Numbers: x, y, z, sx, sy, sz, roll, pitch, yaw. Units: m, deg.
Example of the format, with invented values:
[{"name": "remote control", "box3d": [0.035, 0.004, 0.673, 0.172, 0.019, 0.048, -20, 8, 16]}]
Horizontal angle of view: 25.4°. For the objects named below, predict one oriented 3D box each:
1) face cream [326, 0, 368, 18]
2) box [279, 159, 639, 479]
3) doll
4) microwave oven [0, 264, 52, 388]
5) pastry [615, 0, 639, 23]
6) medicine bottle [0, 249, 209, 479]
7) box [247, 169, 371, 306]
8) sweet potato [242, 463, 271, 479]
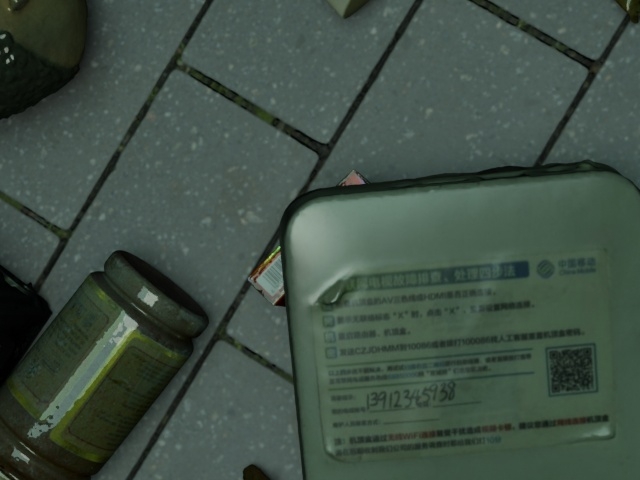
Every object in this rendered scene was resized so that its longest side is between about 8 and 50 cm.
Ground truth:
[{"name": "face cream", "box3d": [-0.024, -0.442, 1.676, 0.173, 0.081, 0.348, -43, 82, 4]}, {"name": "box", "box3d": [0.164, 0.121, 1.549, 0.396, 0.111, 0.396, -5, 99, -2]}, {"name": "doll", "box3d": [-0.449, -0.238, 1.661, 0.349, 0.247, 0.247, -21, 84, 21]}, {"name": "microwave oven", "box3d": [-0.464, 0.077, 1.605, 0.237, 0.295, 0.181, 34, 91, 9]}, {"name": "pastry", "box3d": [0.402, -0.400, 1.584, 0.235, 0.132, 0.240, -24, 82, 5]}, {"name": "medicine bottle", "box3d": [-0.279, 0.176, 1.643, 0.151, 0.151, 0.322, 39, 93, 9]}, {"name": "box", "box3d": [-0.001, -0.001, 1.632, 0.048, 0.112, 0.175, 45, 93, 10]}, {"name": "sweet potato", "box3d": [-0.010, 0.374, 1.634, 0.067, 0.067, 0.274, -36, 79, 5]}]
